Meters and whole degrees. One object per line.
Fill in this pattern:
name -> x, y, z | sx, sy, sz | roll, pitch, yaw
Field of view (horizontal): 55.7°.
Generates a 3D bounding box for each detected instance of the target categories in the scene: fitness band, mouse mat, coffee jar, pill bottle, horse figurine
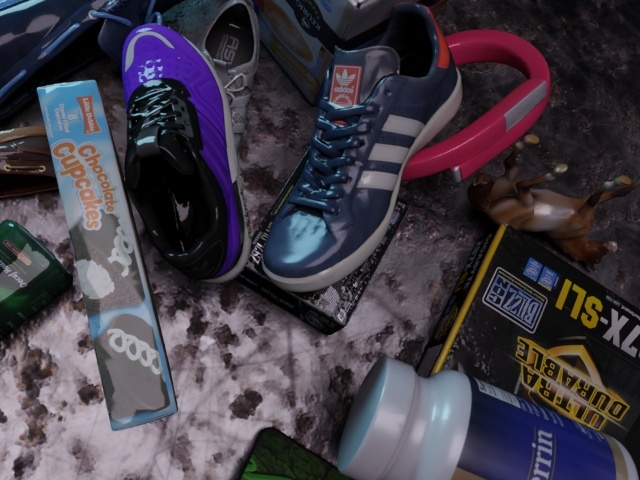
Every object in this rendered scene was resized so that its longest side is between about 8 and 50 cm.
fitness band -> 0.161, -0.175, 0.783 | 0.290, 0.054, 0.209 | -37, 45, -12
mouse mat -> -0.013, 0.311, 0.657 | 0.189, 0.007, 0.153 | 33, 50, -6
coffee jar -> -0.358, 0.071, 0.627 | 0.096, 0.079, 0.184 | 42, 69, 0
pill bottle -> 0.161, 0.224, 0.615 | 0.264, 0.153, 0.153 | 23, 70, -1
horse figurine -> 0.296, -0.048, 0.786 | 0.263, 0.174, 0.066 | 11, 58, -12

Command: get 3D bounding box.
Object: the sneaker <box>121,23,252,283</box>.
sneaker -> -0.149, -0.100, 0.616 | 0.102, 0.146, 0.294 | -19, 84, 9

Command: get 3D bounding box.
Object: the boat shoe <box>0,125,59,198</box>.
boat shoe -> -0.386, -0.069, 0.663 | 0.206, 0.073, 0.073 | -17, 78, -18

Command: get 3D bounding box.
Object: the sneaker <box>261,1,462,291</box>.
sneaker -> 0.032, -0.114, 0.642 | 0.131, 0.148, 0.350 | 15, 60, 33

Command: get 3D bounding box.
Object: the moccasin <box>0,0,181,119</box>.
moccasin -> -0.266, -0.251, 0.733 | 0.341, 0.138, 0.117 | -31, 88, -6

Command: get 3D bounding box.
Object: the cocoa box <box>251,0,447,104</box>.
cocoa box -> -0.006, -0.404, 0.776 | 0.231, 0.228, 0.347 | -37, 86, -21

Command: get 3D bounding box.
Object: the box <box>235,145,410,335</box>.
box -> 0.000, 0.000, 0.742 | 0.147, 0.077, 0.180 | 31, 69, -4

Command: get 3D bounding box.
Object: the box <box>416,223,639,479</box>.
box -> 0.300, 0.170, 0.774 | 0.322, 0.079, 0.257 | 33, 67, -4

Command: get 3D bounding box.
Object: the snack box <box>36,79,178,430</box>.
snack box -> -0.211, 0.026, 0.621 | 0.060, 0.187, 0.322 | -14, 78, -16

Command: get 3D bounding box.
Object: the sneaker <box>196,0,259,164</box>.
sneaker -> -0.137, -0.173, 0.735 | 0.105, 0.115, 0.282 | 11, 72, -11
